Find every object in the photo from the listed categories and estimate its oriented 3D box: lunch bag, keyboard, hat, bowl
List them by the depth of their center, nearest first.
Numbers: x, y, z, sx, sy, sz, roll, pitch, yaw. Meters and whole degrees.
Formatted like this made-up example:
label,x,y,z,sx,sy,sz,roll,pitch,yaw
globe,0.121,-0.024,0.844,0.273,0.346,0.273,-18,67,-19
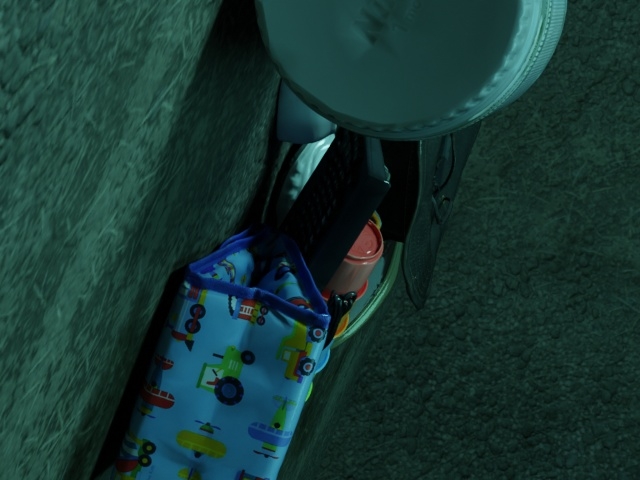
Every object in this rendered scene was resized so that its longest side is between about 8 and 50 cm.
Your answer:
label,x,y,z,sx,sy,sz,roll,pitch,yaw
lunch bag,-0.082,0.113,1.832,0.293,0.138,0.221,-82,-168,-78
bowl,0.011,-0.161,1.842,0.142,0.053,0.142,-61,170,-25
keyboard,-0.013,0.031,1.900,0.317,0.033,0.202,121,-30,-42
hat,0.083,-0.098,2.161,0.331,0.134,0.331,11,90,-78

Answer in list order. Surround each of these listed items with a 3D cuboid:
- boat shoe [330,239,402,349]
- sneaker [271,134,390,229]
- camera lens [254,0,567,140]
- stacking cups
label,x,y,z,sx,sy,sz,roll,pitch,yaw
boat shoe,0.040,-0.036,2.297,0.342,0.123,0.123,-58,141,-16
sneaker,0.000,0.000,2.059,0.271,0.108,0.100,107,8,-50
camera lens,0.074,-0.190,1.543,0.274,0.219,0.219,-32,145,-77
stacking cups,-0.013,0.090,2.046,0.316,0.096,0.096,-56,-178,46
